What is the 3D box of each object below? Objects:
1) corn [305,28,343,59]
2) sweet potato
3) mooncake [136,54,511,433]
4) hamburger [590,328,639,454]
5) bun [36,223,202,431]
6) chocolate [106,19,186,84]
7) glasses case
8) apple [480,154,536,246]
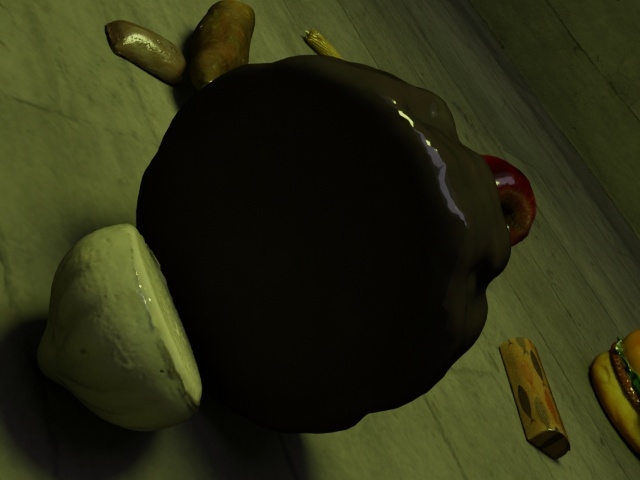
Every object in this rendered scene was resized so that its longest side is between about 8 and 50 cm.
[{"bbox_3d":[0.005,-0.328,1.435,0.083,0.028,0.027,40,34,-21],"label":"corn"},{"bbox_3d":[-0.126,-0.222,1.014,0.077,0.077,0.244,40,32,-21],"label":"sweet potato"},{"bbox_3d":[0.000,0.000,0.655,0.283,0.283,0.141,55,23,11],"label":"mooncake"},{"bbox_3d":[0.583,0.256,1.420,0.246,0.170,0.246,39,24,-21],"label":"hamburger"},{"bbox_3d":[-0.139,0.063,0.553,0.138,0.094,0.138,162,-90,-84],"label":"bun"},{"bbox_3d":[-0.189,-0.216,0.941,0.100,0.031,0.065,26,30,-41],"label":"chocolate"},{"bbox_3d":[0.293,0.208,1.148,0.064,0.041,0.170,38,26,-27],"label":"glasses case"},{"bbox_3d":[0.236,-0.061,1.308,0.147,0.156,0.158,35,-1,-31],"label":"apple"}]
